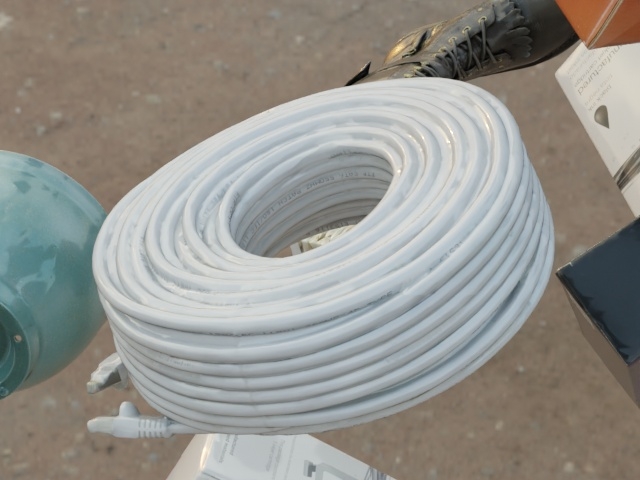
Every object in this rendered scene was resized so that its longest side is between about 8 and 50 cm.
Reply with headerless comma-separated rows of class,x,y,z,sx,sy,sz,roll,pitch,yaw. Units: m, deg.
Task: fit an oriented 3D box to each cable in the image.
cable,0.000,0.000,0.724,0.257,0.089,0.257,-2,37,29

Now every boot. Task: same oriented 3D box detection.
boot,0.129,-0.169,1.270,0.263,0.091,0.229,-20,13,33

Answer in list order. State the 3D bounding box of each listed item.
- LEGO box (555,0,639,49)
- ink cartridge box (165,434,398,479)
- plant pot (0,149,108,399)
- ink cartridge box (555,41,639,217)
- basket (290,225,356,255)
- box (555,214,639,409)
LEGO box,0.344,-0.359,0.954,0.500,0.193,0.372,-10,58,-26
ink cartridge box,-0.019,0.301,1.193,0.283,0.207,0.117,28,32,-9
plant pot,-0.395,0.067,1.509,0.293,0.293,0.196,5,31,5
ink cartridge box,0.473,-0.153,1.482,0.166,0.285,0.395,22,33,-30
basket,0.051,0.038,1.580,0.103,0.167,0.113,12,43,38
box,0.316,0.041,1.109,0.184,0.261,0.103,-37,69,4
